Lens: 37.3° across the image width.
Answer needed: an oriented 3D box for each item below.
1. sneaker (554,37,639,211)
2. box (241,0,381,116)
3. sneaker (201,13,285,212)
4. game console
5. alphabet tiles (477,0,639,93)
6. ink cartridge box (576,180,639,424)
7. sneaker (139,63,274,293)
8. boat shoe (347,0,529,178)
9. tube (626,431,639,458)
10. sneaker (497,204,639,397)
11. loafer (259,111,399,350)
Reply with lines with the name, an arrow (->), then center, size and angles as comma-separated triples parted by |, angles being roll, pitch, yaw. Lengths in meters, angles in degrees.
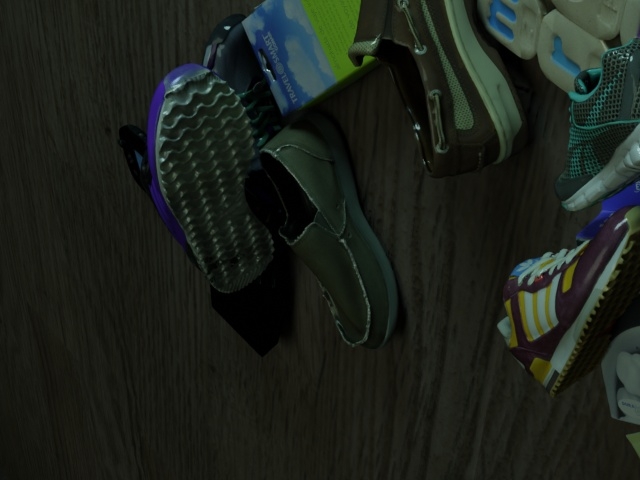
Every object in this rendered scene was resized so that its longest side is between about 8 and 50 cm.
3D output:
sneaker -> 0.186, -0.074, 0.608 | 0.076, 0.065, 0.166 | 60, 164, 11
box -> 0.006, -0.193, 0.862 | 0.178, 0.042, 0.109 | -24, 89, 53
sneaker -> -0.063, -0.131, 0.999 | 0.098, 0.083, 0.223 | 32, 145, 24
game console -> -0.158, -0.025, 1.215 | 0.361, 0.044, 0.213 | 40, 141, 39
alphabet tiles -> 0.156, -0.226, 0.591 | 0.278, 0.021, 0.284 | 49, 156, 37
ink cartridge box -> 0.268, 0.040, 0.629 | 0.206, 0.045, 0.208 | 4, 112, 56
sneaker -> -0.139, -0.075, 0.961 | 0.146, 0.102, 0.293 | 45, 157, 32
boat shoe -> 0.064, -0.168, 0.731 | 0.257, 0.095, 0.095 | 63, 169, 6
tube -> 0.308, 0.231, 0.661 | 0.070, 0.062, 0.240 | -40, 78, 28
sneaker -> 0.170, 0.032, 0.667 | 0.084, 0.070, 0.185 | 46, 144, 29
loafer -> 0.000, 0.000, 0.959 | 0.094, 0.087, 0.251 | -16, 96, 58
